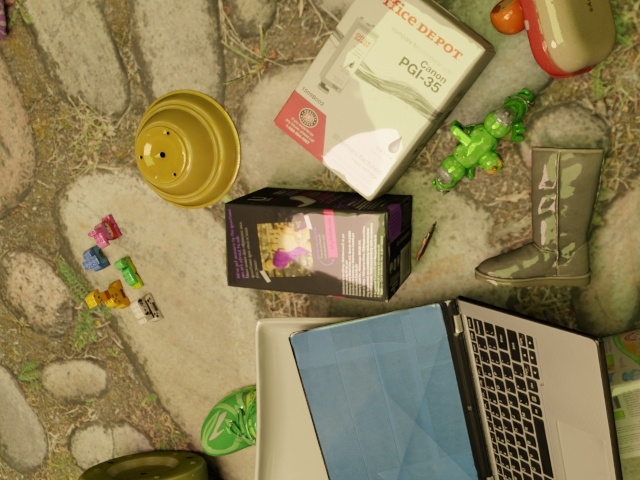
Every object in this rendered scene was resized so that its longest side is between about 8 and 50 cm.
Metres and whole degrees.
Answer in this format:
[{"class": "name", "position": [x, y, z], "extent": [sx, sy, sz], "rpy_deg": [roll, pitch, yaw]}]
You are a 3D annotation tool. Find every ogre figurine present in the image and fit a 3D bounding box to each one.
[{"class": "ogre figurine", "position": [0.233, -0.141, 1.067], "extent": [0.197, 0.118, 0.096], "rpy_deg": [-26, 92, 24]}]

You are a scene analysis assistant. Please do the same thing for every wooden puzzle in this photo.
[{"class": "wooden puzzle", "position": [0.170, 0.004, 1.161], "extent": [0.006, 0.049, 0.083], "rpy_deg": [27, 109, 13]}]

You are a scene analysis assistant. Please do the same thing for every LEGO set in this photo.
[{"class": "LEGO set", "position": [-0.406, 0.077, 1.372], "extent": [0.087, 0.093, 0.227], "rpy_deg": [-26, 92, 24]}]

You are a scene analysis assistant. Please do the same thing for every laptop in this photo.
[{"class": "laptop", "position": [0.193, 0.305, 1.046], "extent": [0.408, 0.236, 0.381], "rpy_deg": [14, 123, 58]}]

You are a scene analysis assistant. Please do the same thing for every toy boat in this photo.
[{"class": "toy boat", "position": [0.303, -0.335, 1.002], "extent": [0.151, 0.151, 0.231], "rpy_deg": [-8, 100, 52]}]

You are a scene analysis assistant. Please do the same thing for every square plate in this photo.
[{"class": "square plate", "position": [0.059, 0.283, 1.198], "extent": [0.344, 0.049, 0.347], "rpy_deg": [-1, 104, -12]}]

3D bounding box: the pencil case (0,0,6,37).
[{"class": "pencil case", "position": [-0.644, -0.478, 1.339], "extent": [0.086, 0.088, 0.206], "rpy_deg": [-1, 103, 23]}]

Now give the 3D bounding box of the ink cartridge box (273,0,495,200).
[{"class": "ink cartridge box", "position": [0.095, -0.237, 1.097], "extent": [0.207, 0.117, 0.283], "rpy_deg": [40, 113, 8]}]

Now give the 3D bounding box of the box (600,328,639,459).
[{"class": "box", "position": [0.447, 0.210, 1.020], "extent": [0.114, 0.203, 0.103], "rpy_deg": [-19, 95, 21]}]

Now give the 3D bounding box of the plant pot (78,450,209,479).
[{"class": "plant pot", "position": [-0.323, 0.598, 1.347], "extent": [0.367, 0.366, 0.352], "rpy_deg": [-5, 89, 22]}]

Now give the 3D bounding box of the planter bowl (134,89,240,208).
[{"class": "planter bowl", "position": [-0.258, -0.155, 1.265], "extent": [0.217, 0.090, 0.217], "rpy_deg": [5, 103, 20]}]

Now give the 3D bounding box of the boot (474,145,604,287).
[{"class": "boot", "position": [0.326, -0.037, 1.080], "extent": [0.190, 0.076, 0.208], "rpy_deg": [-3, 108, 7]}]

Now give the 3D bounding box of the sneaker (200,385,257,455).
[{"class": "sneaker", "position": [-0.113, 0.320, 1.299], "extent": [0.296, 0.123, 0.109], "rpy_deg": [-29, 89, 23]}]

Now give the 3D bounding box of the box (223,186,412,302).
[{"class": "box", "position": [0.000, 0.000, 1.161], "extent": [0.270, 0.165, 0.143], "rpy_deg": [5, 105, 20]}]
